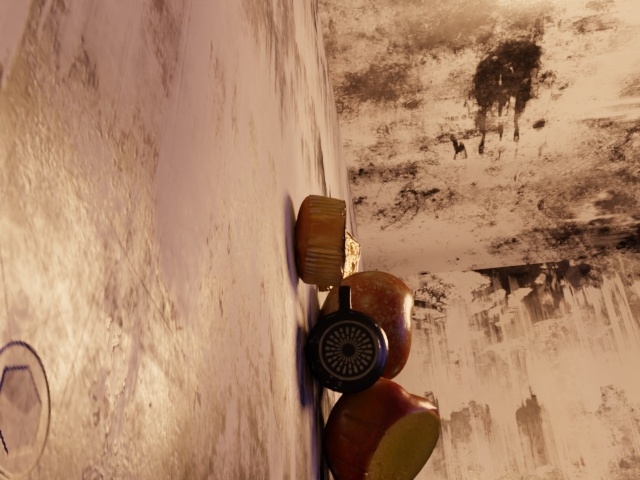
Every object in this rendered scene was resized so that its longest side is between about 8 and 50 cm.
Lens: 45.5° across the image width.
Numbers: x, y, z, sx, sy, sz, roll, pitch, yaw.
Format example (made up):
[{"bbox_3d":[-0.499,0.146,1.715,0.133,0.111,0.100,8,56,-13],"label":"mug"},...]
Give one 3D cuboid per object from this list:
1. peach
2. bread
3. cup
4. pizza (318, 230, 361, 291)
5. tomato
[{"bbox_3d":[0.122,0.447,1.696,0.275,0.248,0.245,-60,-160,-16],"label":"peach"},{"bbox_3d":[0.000,0.000,1.585,0.132,0.114,0.191,93,3,-62],"label":"bread"},{"bbox_3d":[0.056,0.211,1.601,0.176,0.169,0.223,82,7,-75],"label":"cup"},{"bbox_3d":[0.025,0.054,1.972,0.188,0.080,0.204,37,53,-50],"label":"pizza"},{"bbox_3d":[0.104,0.205,1.840,0.270,0.222,0.270,-168,-90,-86],"label":"tomato"}]
